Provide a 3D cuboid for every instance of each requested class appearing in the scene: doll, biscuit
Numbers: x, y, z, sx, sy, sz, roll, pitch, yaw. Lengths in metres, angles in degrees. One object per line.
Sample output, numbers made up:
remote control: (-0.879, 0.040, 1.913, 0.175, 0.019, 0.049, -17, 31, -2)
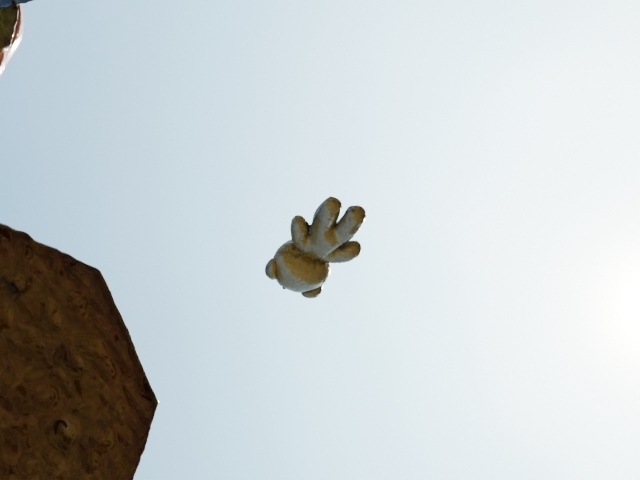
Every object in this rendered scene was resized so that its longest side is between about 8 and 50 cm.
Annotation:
doll: (-0.001, 0.007, 0.865, 0.062, 0.093, 0.051, 24, -121, -19)
biscuit: (-0.305, 0.137, 0.915, 0.359, 0.046, 0.359, 11, -112, -28)

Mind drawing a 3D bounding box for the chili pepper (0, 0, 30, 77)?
chili pepper: (-0.161, -0.093, 0.440, 0.086, 0.192, 0.084, -37, -56, -50)
